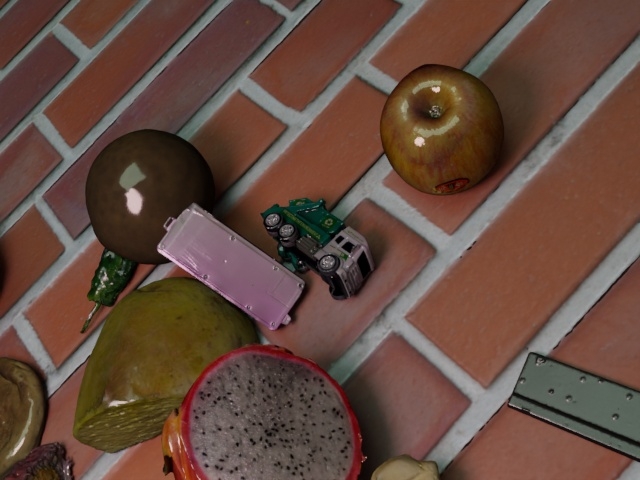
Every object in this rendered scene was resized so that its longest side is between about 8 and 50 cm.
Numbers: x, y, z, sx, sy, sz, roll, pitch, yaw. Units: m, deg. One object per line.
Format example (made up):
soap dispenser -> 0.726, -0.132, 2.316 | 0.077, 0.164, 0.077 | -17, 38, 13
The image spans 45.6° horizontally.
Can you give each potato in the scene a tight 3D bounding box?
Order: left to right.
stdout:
potato -> -0.293, 0.180, 1.326 | 0.330, 0.213, 0.280 | -20, 59, 14

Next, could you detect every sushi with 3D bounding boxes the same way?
sushi -> -0.512, 0.455, 1.317 | 0.107, 0.161, 0.241 | -26, 58, 13

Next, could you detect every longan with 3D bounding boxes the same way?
longan -> -0.327, -0.085, 1.455 | 0.258, 0.258, 0.258 | -11, 61, 20

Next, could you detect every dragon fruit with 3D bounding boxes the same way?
dragon fruit -> -0.102, 0.332, 1.142 | 0.305, 0.226, 0.306 | 12, 50, -15

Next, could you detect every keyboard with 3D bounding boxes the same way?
keyboard -> 0.421, 0.253, 1.068 | 0.309, 0.018, 0.101 | 18, 72, 31

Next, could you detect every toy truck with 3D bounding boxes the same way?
toy truck -> 0.000, 0.000, 1.345 | 0.116, 0.110, 0.216 | -44, 54, -15

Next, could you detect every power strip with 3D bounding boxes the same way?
power strip -> -0.156, 0.046, 1.351 | 0.278, 0.037, 0.109 | 35, 82, 0

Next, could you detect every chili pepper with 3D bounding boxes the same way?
chili pepper -> -0.433, 0.045, 1.550 | 0.122, 0.065, 0.279 | -13, 58, 29

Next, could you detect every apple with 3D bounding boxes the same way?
apple -> 0.204, -0.185, 1.293 | 0.211, 0.188, 0.211 | -9, 65, 21

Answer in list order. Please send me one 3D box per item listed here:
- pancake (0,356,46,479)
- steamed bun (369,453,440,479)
pancake -> -0.666, 0.361, 1.506 | 0.294, 0.049, 0.295 | -11, 63, 21
steamed bun -> 0.115, 0.402, 1.072 | 0.177, 0.106, 0.192 | 33, 70, 5
